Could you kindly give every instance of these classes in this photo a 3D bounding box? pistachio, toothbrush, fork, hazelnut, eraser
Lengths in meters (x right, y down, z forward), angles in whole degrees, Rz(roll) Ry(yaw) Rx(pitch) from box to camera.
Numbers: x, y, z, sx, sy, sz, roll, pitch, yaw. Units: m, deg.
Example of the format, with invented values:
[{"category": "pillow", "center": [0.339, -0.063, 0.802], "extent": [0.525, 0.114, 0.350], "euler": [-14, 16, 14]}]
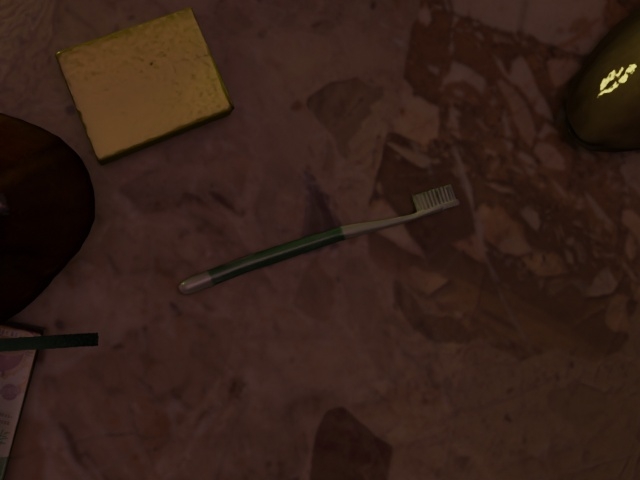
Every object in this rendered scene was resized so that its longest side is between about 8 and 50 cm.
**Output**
[{"category": "pistachio", "center": [0.297, -0.146, 1.009], "extent": [0.185, 0.108, 0.126], "euler": [-40, 68, -1]}, {"category": "toothbrush", "center": [0.000, 0.000, 0.999], "extent": [0.257, 0.018, 0.024], "euler": [-20, 89, -9]}, {"category": "fork", "center": [-0.274, 0.087, 0.914], "extent": [0.235, 0.021, 0.039], "euler": [-4, 84, 18]}, {"category": "hazelnut", "center": [-0.274, -0.018, 0.878], "extent": [0.204, 0.178, 0.178], "euler": [-9, 90, 2]}, {"category": "eraser", "center": [-0.146, -0.129, 0.966], "extent": [0.122, 0.045, 0.097], "euler": [-21, 91, -9]}]

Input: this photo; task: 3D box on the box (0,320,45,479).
[{"category": "box", "center": [-0.274, 0.167, 0.940], "extent": [0.049, 0.041, 0.207], "euler": [14, 85, -6]}]
